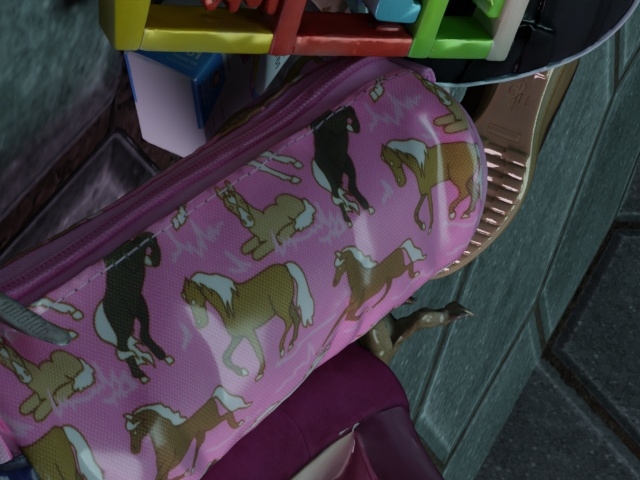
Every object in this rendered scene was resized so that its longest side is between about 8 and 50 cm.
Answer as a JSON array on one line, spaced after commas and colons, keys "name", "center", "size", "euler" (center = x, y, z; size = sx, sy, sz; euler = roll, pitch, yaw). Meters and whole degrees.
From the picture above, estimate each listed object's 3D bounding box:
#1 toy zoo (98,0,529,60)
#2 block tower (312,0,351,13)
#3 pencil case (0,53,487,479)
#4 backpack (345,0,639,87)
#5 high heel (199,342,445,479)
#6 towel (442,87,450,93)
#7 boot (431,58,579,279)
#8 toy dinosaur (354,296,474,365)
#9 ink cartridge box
[{"name": "toy zoo", "center": [0.002, -0.183, 0.747], "size": [0.293, 0.030, 0.192], "euler": [-3, 129, -28]}, {"name": "block tower", "center": [0.104, -0.200, 1.184], "size": [0.097, 0.091, 0.335], "euler": [-44, 173, 21]}, {"name": "pencil case", "center": [-0.068, 0.029, 0.779], "size": [0.386, 0.160, 0.167], "euler": [-36, 180, -41]}, {"name": "backpack", "center": [0.102, -0.230, 0.908], "size": [0.225, 0.191, 0.254], "euler": [-13, 127, -14]}, {"name": "high heel", "center": [-0.085, 0.157, 1.075], "size": [0.377, 0.181, 0.127], "euler": [2, 132, -40]}, {"name": "towel", "center": [0.000, 0.000, 1.101], "size": [0.187, 0.049, 0.282], "euler": [-52, 176, -31]}, {"name": "boot", "center": [0.148, -0.086, 1.221], "size": [0.248, 0.090, 0.207], "euler": [-61, 174, 10]}, {"name": "toy dinosaur", "center": [0.024, 0.121, 1.380], "size": [0.200, 0.127, 0.295], "euler": [-61, 159, 6]}, {"name": "ink cartridge box", "center": [-0.061, -0.121, 0.885], "size": [0.122, 0.052, 0.088], "euler": [-59, 162, -28]}]
